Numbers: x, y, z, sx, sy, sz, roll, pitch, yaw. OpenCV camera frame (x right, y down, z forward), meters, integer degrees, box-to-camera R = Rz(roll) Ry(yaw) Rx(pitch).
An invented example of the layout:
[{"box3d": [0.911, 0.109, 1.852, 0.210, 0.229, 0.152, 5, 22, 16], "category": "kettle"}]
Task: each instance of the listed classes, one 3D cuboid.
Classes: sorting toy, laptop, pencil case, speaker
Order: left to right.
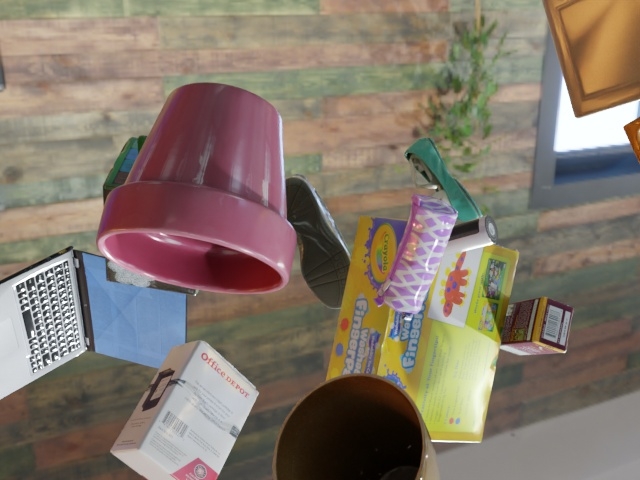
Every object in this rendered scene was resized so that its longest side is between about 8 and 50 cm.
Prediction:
[{"box3d": [-0.540, 0.231, 1.710, 0.407, 0.382, 0.236, -31, -122, -34], "category": "laptop"}, {"box3d": [0.158, 0.024, 1.264, 0.088, 0.206, 0.086, 11, -162, -24], "category": "pencil case"}, {"box3d": [0.262, -0.004, 1.413, 0.136, 0.055, 0.055, -17, -173, 34], "category": "speaker"}, {"box3d": [0.398, -0.271, 0.999, 0.047, 0.348, 0.196, -18, -177, -29], "category": "sorting toy"}]

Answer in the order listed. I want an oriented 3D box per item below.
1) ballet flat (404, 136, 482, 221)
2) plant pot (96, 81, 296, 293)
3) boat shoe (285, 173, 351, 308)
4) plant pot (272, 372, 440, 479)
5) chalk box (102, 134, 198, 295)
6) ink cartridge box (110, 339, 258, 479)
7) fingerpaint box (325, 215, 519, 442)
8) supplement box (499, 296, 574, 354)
[{"box3d": [0.261, -0.119, 1.659, 0.087, 0.083, 0.247, -27, -115, -5], "category": "ballet flat"}, {"box3d": [-0.118, -0.056, 0.791, 0.201, 0.180, 0.201, 7, 161, 2], "category": "plant pot"}, {"box3d": [-0.003, 0.000, 1.702, 0.118, 0.321, 0.103, -24, -172, 17], "category": "boat shoe"}, {"box3d": [0.089, 0.363, 1.152, 0.237, 0.254, 0.237, -15, -129, 20], "category": "plant pot"}, {"box3d": [-0.289, -0.073, 1.384, 0.180, 0.289, 0.179, 10, -144, -3], "category": "chalk box"}, {"box3d": [-0.244, 0.331, 1.385, 0.100, 0.172, 0.237, -18, -146, 42], "category": "ink cartridge box"}, {"box3d": [0.221, 0.199, 1.641, 0.371, 0.445, 0.163, 12, 178, -38], "category": "fingerpaint box"}, {"box3d": [0.472, 0.195, 1.678, 0.080, 0.104, 0.188, 20, 164, -12], "category": "supplement box"}]
